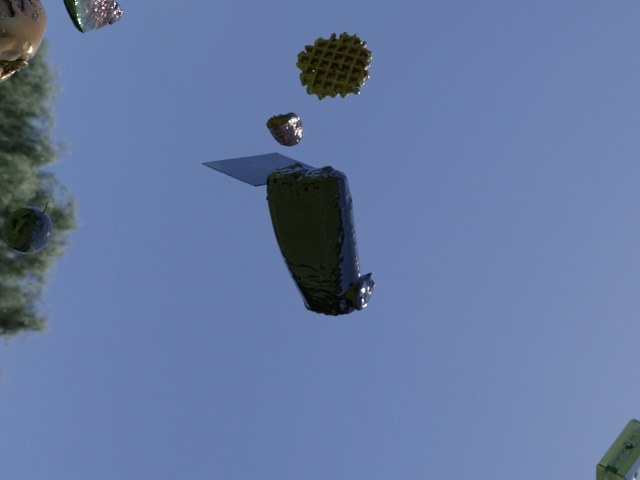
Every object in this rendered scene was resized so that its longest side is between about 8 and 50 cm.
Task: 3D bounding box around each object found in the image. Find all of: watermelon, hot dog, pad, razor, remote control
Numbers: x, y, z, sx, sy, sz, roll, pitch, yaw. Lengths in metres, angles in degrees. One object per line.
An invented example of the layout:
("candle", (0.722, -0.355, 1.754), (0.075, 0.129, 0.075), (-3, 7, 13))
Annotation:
("watermelon", (-0.422, -0.428, 1.509), (0.094, 0.180, 0.081), (-27, -97, 2))
("hot dog", (-0.062, -0.195, 1.438), (0.058, 0.083, 0.035), (-17, -115, 10))
("pad", (-0.118, -0.158, 1.815), (0.164, 0.243, 0.004), (24, -65, 34))
("razor", (-0.002, 0.003, 1.703), (0.189, 0.107, 0.326), (4, -56, 31))
("remote control", (0.438, 0.390, 1.192), (0.055, 0.103, 0.277), (19, -46, 40))
("watermelon", (-0.649, -0.033, 1.862), (0.133, 0.105, 0.105), (-52, -135, -3))

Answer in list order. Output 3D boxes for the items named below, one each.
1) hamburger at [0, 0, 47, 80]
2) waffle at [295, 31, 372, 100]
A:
("hamburger", (-0.713, -0.479, 1.675), (0.174, 0.304, 0.284), (-35, -145, 25))
("waffle", (0.032, -0.404, 1.911), (0.191, 0.038, 0.191), (-4, -117, 7))
